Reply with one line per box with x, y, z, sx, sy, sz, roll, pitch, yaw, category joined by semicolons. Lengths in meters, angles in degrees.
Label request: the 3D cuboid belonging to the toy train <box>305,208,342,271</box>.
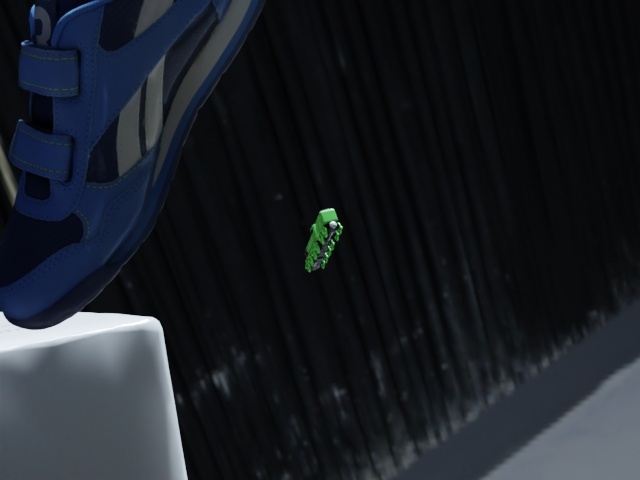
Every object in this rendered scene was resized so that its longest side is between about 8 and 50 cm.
0.000;0.000;1.030;0.017;0.083;0.023;-13;69;-18;toy train

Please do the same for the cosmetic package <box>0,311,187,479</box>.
-0.280;0.225;0.727;0.328;0.329;0.394;-10;1;-28;cosmetic package

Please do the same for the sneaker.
-0.071;-0.043;0.399;0.053;0.059;0.144;19;84;51;sneaker
